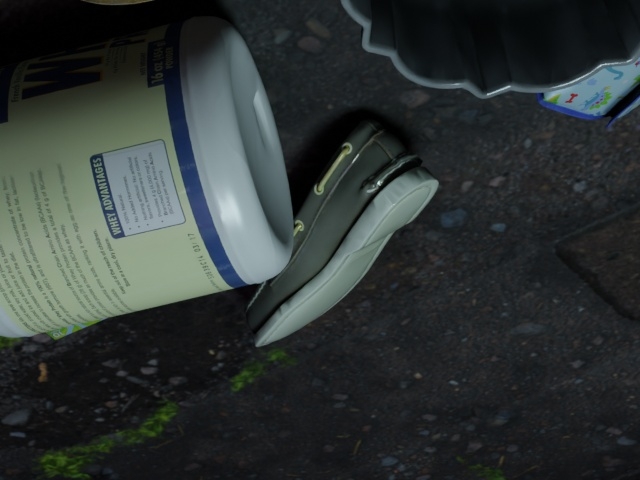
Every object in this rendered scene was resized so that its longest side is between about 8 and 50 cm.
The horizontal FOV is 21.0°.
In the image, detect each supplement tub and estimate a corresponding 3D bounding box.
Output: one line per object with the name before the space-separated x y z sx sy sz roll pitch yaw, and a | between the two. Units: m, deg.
supplement tub | -0.205 -0.047 1.496 0.325 0.235 0.235 -13 142 8

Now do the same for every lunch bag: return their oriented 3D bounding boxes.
lunch bag | 0.270 -0.170 1.534 0.151 0.096 0.129 10 139 -42

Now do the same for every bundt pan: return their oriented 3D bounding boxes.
bundt pan | 0.164 -0.268 1.335 0.331 0.124 0.331 -7 142 -6

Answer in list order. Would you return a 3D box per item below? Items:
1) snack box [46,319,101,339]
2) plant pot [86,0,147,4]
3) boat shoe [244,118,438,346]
snack box | -0.242 0.042 1.762 0.141 0.037 0.100 -23 141 19
plant pot | -0.152 -0.327 1.145 0.237 0.237 0.254 -19 140 16
boat shoe | 0.003 -0.001 1.704 0.109 0.091 0.305 -25 162 -44
